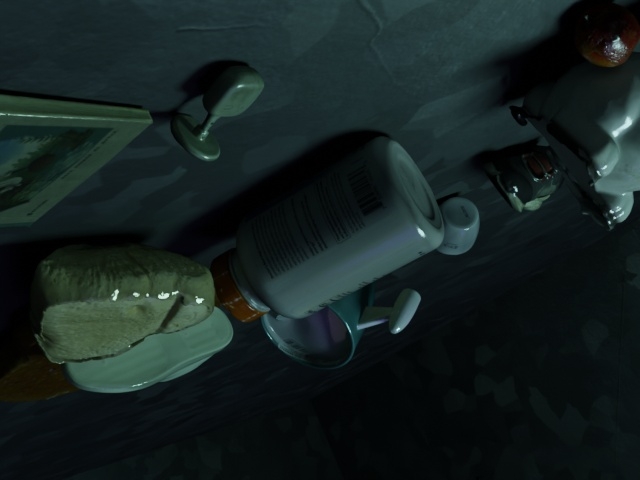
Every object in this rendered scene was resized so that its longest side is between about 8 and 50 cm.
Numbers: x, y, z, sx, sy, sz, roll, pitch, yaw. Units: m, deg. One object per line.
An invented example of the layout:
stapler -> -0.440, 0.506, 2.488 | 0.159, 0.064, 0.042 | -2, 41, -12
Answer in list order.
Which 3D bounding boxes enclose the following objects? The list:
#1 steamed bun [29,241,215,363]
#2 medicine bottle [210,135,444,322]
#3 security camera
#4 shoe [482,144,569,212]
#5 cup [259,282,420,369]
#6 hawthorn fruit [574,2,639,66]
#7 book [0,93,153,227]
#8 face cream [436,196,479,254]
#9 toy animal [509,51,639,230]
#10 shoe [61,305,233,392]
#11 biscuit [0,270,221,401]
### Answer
steamed bun -> -0.238, 0.060, 1.071 | 0.212, 0.111, 0.231 | -5, 158, -20
medicine bottle -> 0.000, 0.000, 1.147 | 0.288, 0.157, 0.157 | -29, 165, 20
security camera -> -0.090, -0.121, 0.810 | 0.092, 0.058, 0.058 | -46, 157, 26
shoe -> 0.340, -0.110, 1.446 | 0.112, 0.099, 0.227 | -37, 166, 19
cup -> 0.010, 0.081, 1.397 | 0.299, 0.168, 0.173 | 6, -137, 27
hawthorn fruit -> 0.321, -0.231, 1.012 | 0.077, 0.077, 0.077 | -23, 166, -6
book -> -0.299, -0.058, 0.732 | 0.215, 0.025, 0.282 | -33, 165, 34
face cream -> 0.231, -0.026, 1.562 | 0.091, 0.091, 0.095 | -20, 158, -15
toy animal -> 0.437, -0.189, 1.092 | 0.357, 0.258, 0.194 | -36, 153, 6
shoe -> -0.246, 0.166, 1.248 | 0.265, 0.095, 0.110 | -12, 159, -42
biscuit -> -0.323, 0.131, 1.293 | 0.367, 0.063, 0.314 | -30, 161, 16
